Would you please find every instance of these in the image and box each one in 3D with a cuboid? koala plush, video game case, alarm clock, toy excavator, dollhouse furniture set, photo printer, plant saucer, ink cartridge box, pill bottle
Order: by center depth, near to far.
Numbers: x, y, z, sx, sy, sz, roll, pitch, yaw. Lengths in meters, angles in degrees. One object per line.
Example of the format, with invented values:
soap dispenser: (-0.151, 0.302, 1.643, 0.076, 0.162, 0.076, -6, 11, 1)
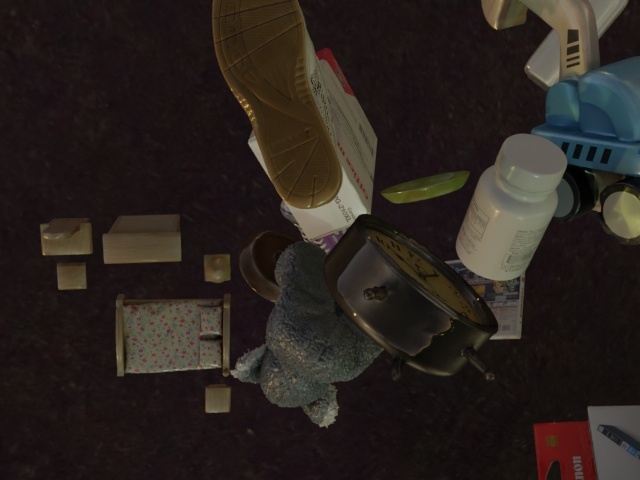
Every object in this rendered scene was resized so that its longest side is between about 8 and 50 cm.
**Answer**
alarm clock: (0.063, 0.035, 0.547, 0.129, 0.192, 0.064, 35, 108, -13)
ink cartridge box: (-0.001, -0.140, 1.010, 0.100, 0.172, 0.237, -22, 28, 20)
koala plush: (-0.021, 0.157, 1.014, 0.196, 0.203, 0.221, 30, 124, -5)
pill bottle: (0.313, -0.054, 1.178, 0.131, 0.229, 0.131, 5, 45, -5)
dollhouse furniture set: (-0.297, 0.146, 1.183, 0.303, 0.174, 0.356, -1, 101, -9)
toy excavator: (0.474, -0.267, 1.247, 0.433, 0.222, 0.445, 25, 128, 53)
plant saucer: (-0.074, 0.044, 1.368, 0.029, 0.168, 0.168, -48, 61, 43)
video game case: (0.344, 0.125, 1.559, 0.201, 0.023, 0.183, -8, 64, 42)
ink cartridge box: (0.606, 0.501, 1.562, 0.261, 0.066, 0.296, -6, 41, 15)
photo printer: (0.649, -0.526, 1.813, 0.107, 0.256, 0.307, 39, 107, 6)
plant saucer: (0.280, -0.138, 1.905, 0.241, 0.241, 0.037, -12, 98, 14)

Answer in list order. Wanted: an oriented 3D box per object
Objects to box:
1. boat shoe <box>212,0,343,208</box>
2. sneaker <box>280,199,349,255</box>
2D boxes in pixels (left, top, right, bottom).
boat shoe: (-0.043, -0.167, 0.786, 0.098, 0.096, 0.277, -16, 90, 11)
sneaker: (0.001, 0.000, 1.504, 0.102, 0.282, 0.161, 28, 98, 36)
